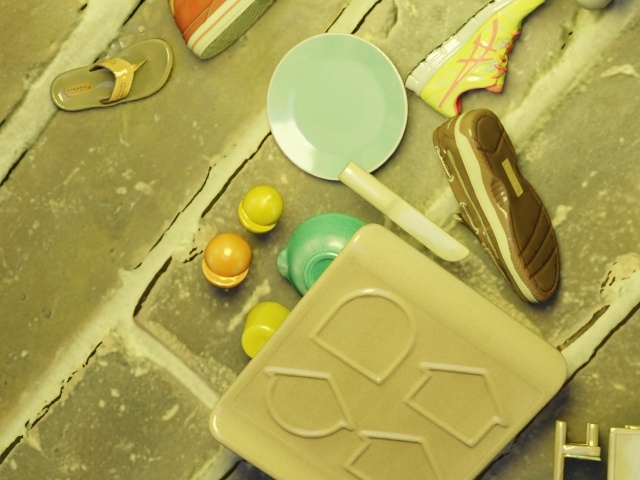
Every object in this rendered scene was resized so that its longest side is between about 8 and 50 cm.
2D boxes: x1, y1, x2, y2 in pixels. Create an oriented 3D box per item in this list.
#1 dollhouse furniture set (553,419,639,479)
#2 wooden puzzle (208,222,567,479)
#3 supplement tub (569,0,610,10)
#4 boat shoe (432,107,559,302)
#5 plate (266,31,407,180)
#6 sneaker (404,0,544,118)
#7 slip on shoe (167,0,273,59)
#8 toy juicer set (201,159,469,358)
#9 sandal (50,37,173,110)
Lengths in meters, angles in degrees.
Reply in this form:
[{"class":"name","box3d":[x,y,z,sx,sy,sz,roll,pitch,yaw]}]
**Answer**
[{"class":"dollhouse furniture set","box3d":[0.384,0.303,1.661,0.212,0.242,0.161,3,84,10]},{"class":"wooden puzzle","box3d":[0.082,0.185,1.754,0.322,0.080,0.348,35,108,-11]},{"class":"supplement tub","box3d":[0.318,-0.457,1.589,0.241,0.241,0.331,36,101,5]},{"class":"boat shoe","box3d":[0.216,-0.040,1.748,0.095,0.095,0.257,-12,103,47]},{"class":"plate","box3d":[0.022,-0.171,1.779,0.188,0.024,0.188,4,102,18]},{"class":"sneaker","box3d":[0.207,-0.232,1.723,0.208,0.081,0.094,-41,88,24]},{"class":"slip on shoe","box3d":[-0.065,-0.370,1.738,0.331,0.123,0.101,-42,84,17]},{"class":"toy juicer set","box3d":[0.000,0.000,1.771,0.329,0.089,0.209,-29,102,20]},{"class":"sandal","box3d":[-0.275,-0.212,1.826,0.180,0.049,0.072,-16,94,12]}]
